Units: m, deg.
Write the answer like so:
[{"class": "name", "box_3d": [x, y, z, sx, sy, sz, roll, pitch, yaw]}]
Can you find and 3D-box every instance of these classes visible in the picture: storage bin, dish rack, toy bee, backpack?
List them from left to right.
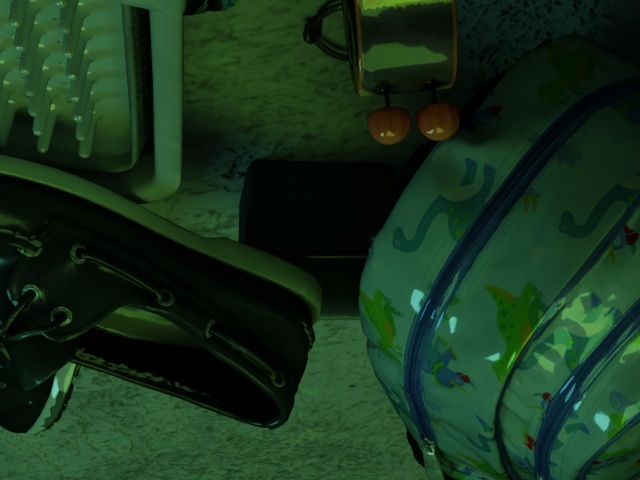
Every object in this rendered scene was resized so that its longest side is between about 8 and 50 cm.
[{"class": "dish rack", "box_3d": [-0.207, -0.124, 0.753, 0.286, 0.072, 0.333, 7, 157, -2]}, {"class": "storage bin", "box_3d": [0.000, 0.000, 1.039, 0.135, 0.091, 0.098, 1, 147, -11]}, {"class": "toy bee", "box_3d": [0.051, -0.141, 0.760, 0.195, 0.162, 0.298, -18, 146, 14]}, {"class": "backpack", "box_3d": [0.158, 0.028, 0.905, 0.290, 0.273, 0.355, -43, 142, -6]}]

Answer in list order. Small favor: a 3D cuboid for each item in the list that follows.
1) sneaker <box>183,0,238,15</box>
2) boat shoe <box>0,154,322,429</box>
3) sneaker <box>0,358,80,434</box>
[{"class": "sneaker", "box_3d": [-0.102, -0.173, 0.766, 0.078, 0.067, 0.188, -18, 149, 9]}, {"class": "boat shoe", "box_3d": [-0.150, 0.042, 0.894, 0.340, 0.113, 0.127, 22, 148, -34]}, {"class": "sneaker", "box_3d": [-0.226, 0.033, 1.056, 0.124, 0.107, 0.283, 10, 135, -18]}]
